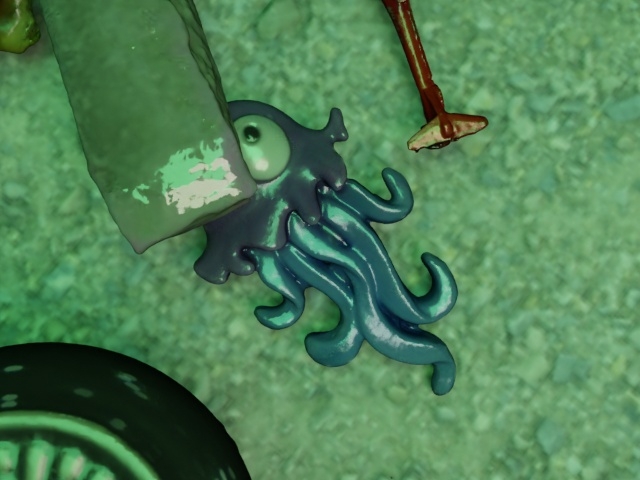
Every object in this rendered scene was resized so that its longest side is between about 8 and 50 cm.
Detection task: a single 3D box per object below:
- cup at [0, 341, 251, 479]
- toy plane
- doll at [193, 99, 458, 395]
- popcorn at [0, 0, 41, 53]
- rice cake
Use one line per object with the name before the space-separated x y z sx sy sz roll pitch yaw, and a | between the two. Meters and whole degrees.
cup | -0.093 0.151 0.443 0.169 0.176 0.223 -39 87 -9
toy plane | 0.042 -0.149 0.549 0.126 0.077 0.194 -39 92 -3
doll | 0.000 0.000 0.527 0.206 0.067 0.110 43 91 -5
popcorn | -0.238 -0.160 0.495 0.168 0.173 0.195 -23 73 -47
rice cake | -0.115 -0.178 0.518 0.070 0.064 0.399 -20 71 4
